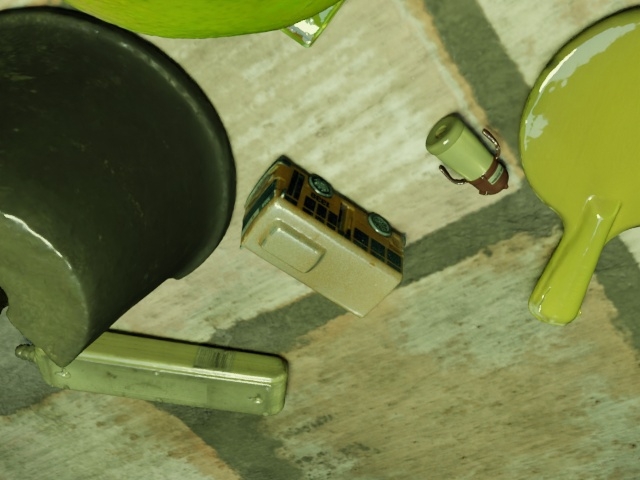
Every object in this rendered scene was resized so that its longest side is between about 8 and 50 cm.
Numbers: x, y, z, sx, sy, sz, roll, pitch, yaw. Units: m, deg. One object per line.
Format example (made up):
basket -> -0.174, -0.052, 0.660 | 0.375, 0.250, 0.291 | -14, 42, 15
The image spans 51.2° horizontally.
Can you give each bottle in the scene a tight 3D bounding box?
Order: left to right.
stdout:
bottle -> 0.159, -0.086, 0.712 | 0.101, 0.047, 0.063 | 36, 150, -22

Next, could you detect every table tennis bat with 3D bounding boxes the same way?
table tennis bat -> 0.306, -0.060, 0.707 | 0.224, 0.054, 0.368 | 10, 122, 0

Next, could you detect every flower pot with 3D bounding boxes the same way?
flower pot -> -0.300, -0.031, 0.694 | 0.380, 0.251, 0.379 | 5, 125, 7

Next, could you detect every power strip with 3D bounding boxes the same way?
power strip -> -0.240, 0.182, 0.951 | 0.388, 0.066, 0.092 | 8, 128, 0

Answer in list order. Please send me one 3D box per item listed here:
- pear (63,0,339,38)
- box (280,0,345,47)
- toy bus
pear -> -0.056, -0.288, 0.374 | 0.399, 0.165, 0.398 | -10, 127, -14
box -> 0.009, -0.334, 0.554 | 0.173, 0.043, 0.311 | 32, 123, -14
toy bus -> 0.000, 0.000, 0.757 | 0.182, 0.103, 0.091 | 33, 123, -14
